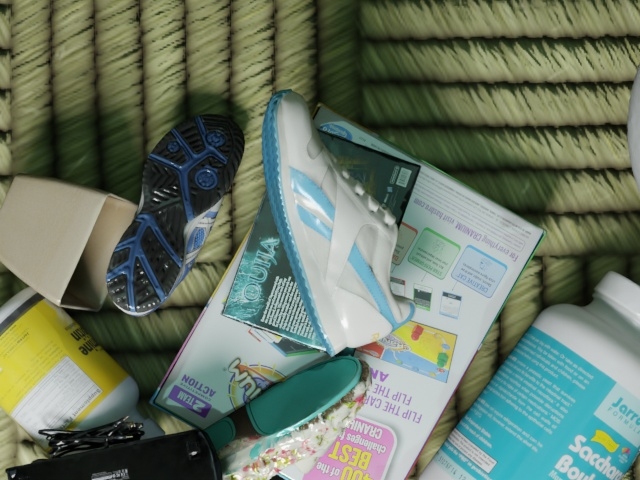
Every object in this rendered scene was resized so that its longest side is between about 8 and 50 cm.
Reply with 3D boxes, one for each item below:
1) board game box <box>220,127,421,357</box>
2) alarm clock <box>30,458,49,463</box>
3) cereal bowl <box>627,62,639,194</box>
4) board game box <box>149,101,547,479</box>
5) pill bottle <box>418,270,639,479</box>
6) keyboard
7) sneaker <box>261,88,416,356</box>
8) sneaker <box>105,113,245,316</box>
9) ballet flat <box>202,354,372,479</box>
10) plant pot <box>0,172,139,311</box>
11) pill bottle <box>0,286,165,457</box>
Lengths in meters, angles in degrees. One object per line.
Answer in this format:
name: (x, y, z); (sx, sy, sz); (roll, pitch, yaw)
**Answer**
board game box: (0.000, 0.000, 1.251); (0.126, 0.026, 0.186); (20, 89, 0)
alarm clock: (-0.205, 0.264, 1.271); (0.192, 0.129, 0.064); (44, 123, 29)
cereal bowl: (0.424, -0.122, 1.237); (0.339, 0.141, 0.339); (-4, 115, -8)
board game box: (0.025, 0.069, 1.297); (0.242, 0.064, 0.316); (30, 89, 0)
pill bottle: (0.217, 0.159, 1.257); (0.146, 0.146, 0.264); (36, 90, 0)
keyboard: (-0.174, 0.201, 1.204); (0.192, 0.038, 0.100); (-12, 81, 12)
sneaker: (0.011, -0.022, 1.201); (0.092, 0.087, 0.228); (-18, 97, -8)
sneaker: (-0.138, -0.024, 1.294); (0.080, 0.081, 0.211); (29, 72, 1)
ballet flat: (-0.051, 0.183, 1.231); (0.241, 0.091, 0.077); (-29, 122, 7)
plant pot: (-0.238, -0.005, 1.280); (0.096, 0.109, 0.109); (23, 89, 12)
pill bottle: (-0.231, 0.137, 1.275); (0.184, 0.103, 0.103); (45, 89, 0)
